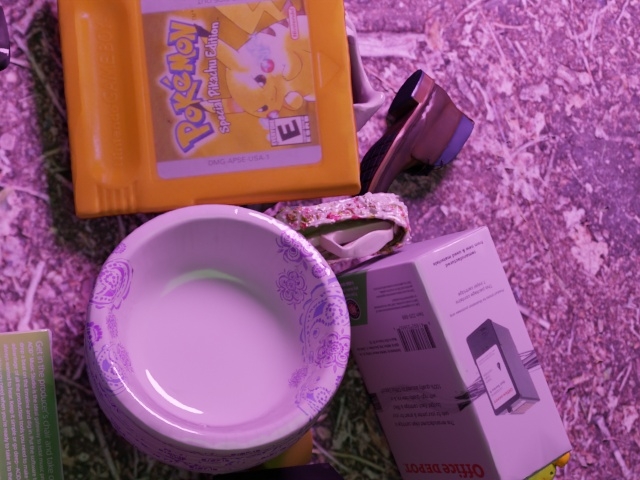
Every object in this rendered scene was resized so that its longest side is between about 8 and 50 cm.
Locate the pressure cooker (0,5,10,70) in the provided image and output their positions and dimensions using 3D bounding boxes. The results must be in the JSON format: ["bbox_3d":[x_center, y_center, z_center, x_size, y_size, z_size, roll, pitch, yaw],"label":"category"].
[{"bbox_3d":[-0.506,-0.200,1.235,0.370,0.420,0.375,26,58,15],"label":"pressure cooker"}]

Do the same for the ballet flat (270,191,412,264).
[{"bbox_3d":[0.000,0.000,1.631,0.241,0.077,0.091,-18,125,-15],"label":"ballet flat"}]

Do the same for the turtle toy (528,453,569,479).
[{"bbox_3d":[0.254,0.299,1.763,0.095,0.066,0.130,28,71,2],"label":"turtle toy"}]

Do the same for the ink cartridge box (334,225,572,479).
[{"bbox_3d":[0.149,0.148,1.649,0.121,0.211,0.289,-24,95,-31],"label":"ink cartridge box"}]

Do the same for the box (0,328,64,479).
[{"bbox_3d":[-0.427,0.220,1.414,0.322,0.058,0.232,-3,84,-28],"label":"box"}]

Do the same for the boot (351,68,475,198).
[{"bbox_3d":[0.122,-0.105,1.746,0.106,0.082,0.219,35,66,-17],"label":"boot"}]

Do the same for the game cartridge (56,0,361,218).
[{"bbox_3d":[-0.127,-0.178,1.552,0.324,0.053,0.285,-6,89,-3],"label":"game cartridge"}]

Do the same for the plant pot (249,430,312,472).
[{"bbox_3d":[-0.056,0.236,1.599,0.081,0.081,0.083,-41,117,-27],"label":"plant pot"}]

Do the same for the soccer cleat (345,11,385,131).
[{"bbox_3d":[-0.026,-0.279,1.656,0.116,0.143,0.331,-35,99,-28],"label":"soccer cleat"}]

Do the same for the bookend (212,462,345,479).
[{"bbox_3d":[-0.056,0.341,1.553,0.156,0.072,0.157,1,116,-36],"label":"bookend"}]

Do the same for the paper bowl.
[{"bbox_3d":[-0.118,0.115,1.515,0.284,0.148,0.284,5,66,-12],"label":"paper bowl"}]

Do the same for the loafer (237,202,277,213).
[{"bbox_3d":[-0.096,-0.148,1.639,0.087,0.094,0.251,-10,89,-43],"label":"loafer"}]
